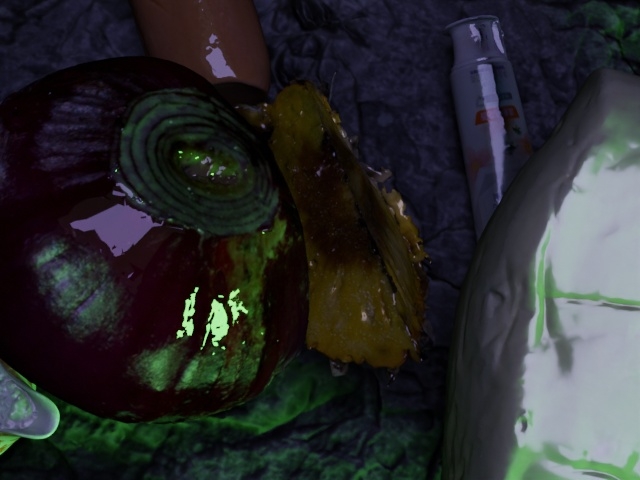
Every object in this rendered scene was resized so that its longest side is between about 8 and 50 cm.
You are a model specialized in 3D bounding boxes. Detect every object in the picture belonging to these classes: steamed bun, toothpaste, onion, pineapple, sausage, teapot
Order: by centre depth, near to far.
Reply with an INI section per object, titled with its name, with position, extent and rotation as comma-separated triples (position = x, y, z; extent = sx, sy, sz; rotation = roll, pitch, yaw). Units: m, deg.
[onion]
position = -0.179, 0.012, 1.272
extent = 0.260, 0.282, 0.337
rotation = -27, 88, -43
[steamed bun]
position = 0.298, 0.109, 1.333
extent = 0.371, 0.290, 0.456
rotation = 20, 81, 2
[teapot]
position = -0.351, 0.126, 1.335
extent = 0.245, 0.116, 0.159
rotation = 16, 84, -5
[pineapple]
position = 0.003, 0.001, 1.424
extent = 0.161, 0.158, 0.335
rotation = -35, 72, 23
[sausage]
position = -0.139, -0.268, 1.476
extent = 0.121, 0.121, 0.304
rotation = -15, 75, -12
[toothpaste]
position = 0.183, -0.063, 1.490
extent = 0.100, 0.066, 0.323
rotation = -10, 83, -11
